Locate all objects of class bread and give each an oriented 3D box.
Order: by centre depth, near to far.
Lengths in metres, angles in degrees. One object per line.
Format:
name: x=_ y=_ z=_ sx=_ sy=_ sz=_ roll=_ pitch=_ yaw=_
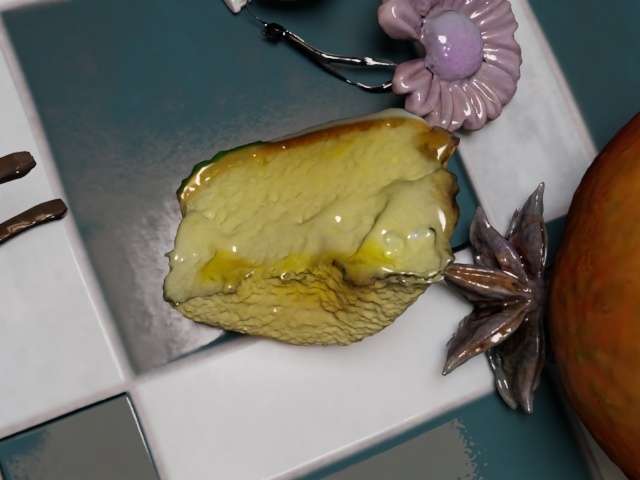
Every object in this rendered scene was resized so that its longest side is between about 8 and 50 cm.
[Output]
bread: x=0.008 y=0.003 z=0.613 sx=0.252 sy=0.133 sz=0.174 roll=-12 pitch=50 yaw=18

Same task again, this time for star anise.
star anise: x=0.176 y=0.055 z=0.663 sx=0.181 sy=0.061 sz=0.204 roll=-10 pitch=87 yaw=-22

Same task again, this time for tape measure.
tape measure: x=0.008 y=-0.227 z=0.704 sx=0.179 sy=0.104 sz=0.107 roll=51 pitch=45 yaw=-32

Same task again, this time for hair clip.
hair clip: x=0.106 y=-0.250 z=0.689 sx=0.173 sy=0.069 sz=0.300 roll=-11 pitch=78 yaw=-32

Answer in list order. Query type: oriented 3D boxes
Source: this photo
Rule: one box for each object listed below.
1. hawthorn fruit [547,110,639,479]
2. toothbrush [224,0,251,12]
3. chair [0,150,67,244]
hawthorn fruit: x=0.387 y=0.046 z=0.516 sx=0.403 sy=0.403 sz=0.402 roll=1 pitch=80 yaw=-8
toothbrush: x=-0.154 y=-0.337 z=0.685 sx=0.025 sy=0.019 sz=0.275 roll=-38 pitch=96 yaw=-19
chair: x=-0.391 y=-0.034 z=0.552 sx=0.319 sy=0.160 sz=0.186 roll=-29 pitch=84 yaw=-14
